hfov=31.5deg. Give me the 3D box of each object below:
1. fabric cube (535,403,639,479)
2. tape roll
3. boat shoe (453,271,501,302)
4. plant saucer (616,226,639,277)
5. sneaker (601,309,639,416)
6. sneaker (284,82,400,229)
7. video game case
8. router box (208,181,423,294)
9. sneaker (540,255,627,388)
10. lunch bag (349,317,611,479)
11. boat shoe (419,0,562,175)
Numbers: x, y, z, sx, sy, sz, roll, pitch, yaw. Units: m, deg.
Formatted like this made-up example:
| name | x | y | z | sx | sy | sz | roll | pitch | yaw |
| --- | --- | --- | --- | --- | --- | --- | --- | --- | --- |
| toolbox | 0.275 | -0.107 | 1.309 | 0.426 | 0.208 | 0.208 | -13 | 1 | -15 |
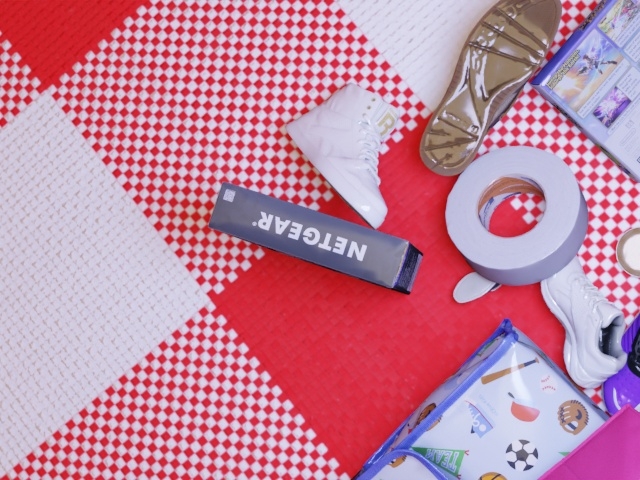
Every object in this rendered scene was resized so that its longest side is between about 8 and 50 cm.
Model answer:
| name | x | y | z | sx | sy | sz | roll | pitch | yaw |
| --- | --- | --- | --- | --- | --- | --- | --- | --- | --- |
| fabric cube | 0.435 | 0.424 | 1.502 | 0.259 | 0.258 | 0.254 | -41 | 111 | -1 |
| tape roll | 0.315 | -0.041 | 1.823 | 0.219 | 0.072 | 0.219 | -10 | 63 | 20 |
| boat shoe | 0.276 | 0.064 | 1.878 | 0.125 | 0.038 | 0.046 | -40 | 60 | 4 |
| plant saucer | 0.523 | 0.019 | 1.846 | 0.083 | 0.015 | 0.083 | -1 | 84 | 11 |
| sneaker | 0.526 | 0.150 | 1.767 | 0.102 | 0.146 | 0.293 | 27 | 90 | 12 |
| sneaker | 0.069 | -0.155 | 1.854 | 0.169 | 0.108 | 0.292 | -38 | 47 | 2 |
| video game case | 0.512 | -0.271 | 1.809 | 0.244 | 0.061 | 0.269 | 40 | 93 | -13 |
| router box | 0.000 | 0.000 | 1.831 | 0.309 | 0.243 | 0.081 | 18 | 89 | 11 |
| sneaker | 0.428 | 0.109 | 1.789 | 0.090 | 0.115 | 0.232 | -8 | 73 | -33 |
| lunch bag | 0.268 | 0.373 | 1.748 | 0.385 | 0.239 | 0.328 | -45 | 85 | 8 |
| boat shoe | 0.276 | -0.261 | 1.863 | 0.123 | 0.123 | 0.342 | 29 | 99 | 5 |
